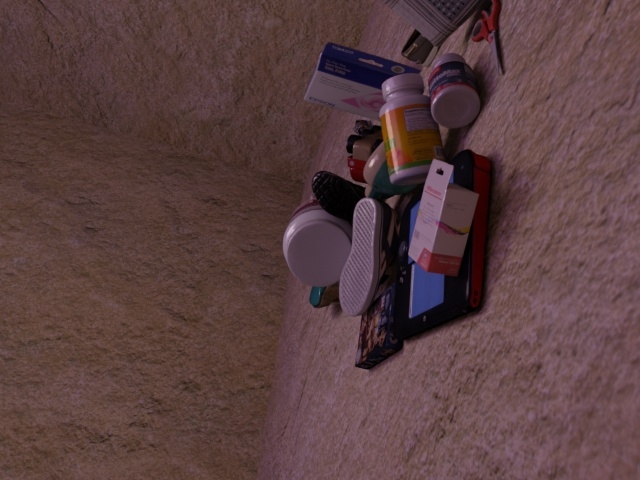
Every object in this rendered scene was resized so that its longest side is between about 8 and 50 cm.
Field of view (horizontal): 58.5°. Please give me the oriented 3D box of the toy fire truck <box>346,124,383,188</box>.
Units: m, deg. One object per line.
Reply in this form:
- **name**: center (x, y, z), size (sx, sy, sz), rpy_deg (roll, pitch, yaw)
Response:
- **toy fire truck**: center (0.156, -0.213, 1.750), size (0.217, 0.158, 0.246), rpy_deg (-34, -49, -50)

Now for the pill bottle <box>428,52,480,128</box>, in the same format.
- **pill bottle**: center (0.303, -0.351, 1.313), size (0.180, 0.108, 0.108), rpy_deg (-84, 13, -44)

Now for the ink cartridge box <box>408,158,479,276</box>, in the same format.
- **ink cartridge box**: center (0.232, -0.046, 1.070), size (0.115, 0.067, 0.198), rpy_deg (-120, 40, -72)

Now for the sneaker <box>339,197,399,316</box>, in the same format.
- **sneaker**: center (0.146, 0.051, 1.553), size (0.126, 0.127, 0.321), rpy_deg (15, 94, 47)

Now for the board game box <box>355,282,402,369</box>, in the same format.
- **board game box**: center (0.155, 0.228, 1.482), size (0.243, 0.042, 0.165), rpy_deg (122, 161, -61)

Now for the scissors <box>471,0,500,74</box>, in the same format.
- **scissors**: center (0.385, -0.465, 1.274), size (0.297, 0.021, 0.109), rpy_deg (-85, 16, -55)

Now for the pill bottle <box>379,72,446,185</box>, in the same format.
- **pill bottle**: center (0.216, -0.266, 1.375), size (0.136, 0.136, 0.245), rpy_deg (144, 118, -76)

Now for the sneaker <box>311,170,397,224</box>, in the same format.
- **sneaker**: center (0.093, -0.118, 1.664), size (0.107, 0.283, 0.124), rpy_deg (-50, 19, 23)

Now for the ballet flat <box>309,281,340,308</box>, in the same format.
- **ballet flat**: center (0.041, 0.175, 2.038), size (0.348, 0.123, 0.123), rpy_deg (119, 164, -67)

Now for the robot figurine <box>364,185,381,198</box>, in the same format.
- **robot figurine**: center (0.167, -0.135, 1.913), size (0.101, 0.067, 0.115), rpy_deg (168, 117, -77)

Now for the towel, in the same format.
- **towel**: center (0.252, -0.654, 1.341), size (0.056, 0.324, 0.312), rpy_deg (-54, 9, -31)

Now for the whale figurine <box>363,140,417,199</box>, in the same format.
- **whale figurine**: center (0.216, -0.181, 1.567), size (0.216, 0.141, 0.272), rpy_deg (-48, -17, -9)

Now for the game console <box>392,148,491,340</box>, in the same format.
- **game console**: center (0.245, 0.021, 1.228), size (0.386, 0.060, 0.342), rpy_deg (126, 158, -67)

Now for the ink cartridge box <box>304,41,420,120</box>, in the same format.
- **ink cartridge box**: center (0.131, -0.527, 1.955), size (0.330, 0.324, 0.071), rpy_deg (141, 142, -76)

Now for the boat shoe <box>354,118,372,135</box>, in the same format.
- **boat shoe**: center (0.175, -0.463, 2.391), size (0.183, 0.066, 0.066), rpy_deg (-96, 22, -66)

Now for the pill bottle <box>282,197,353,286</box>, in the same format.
- **pill bottle**: center (0.000, 0.000, 1.775), size (0.392, 0.224, 0.224), rpy_deg (-87, 14, -78)

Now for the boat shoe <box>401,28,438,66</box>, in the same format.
- **boat shoe**: center (0.331, -0.646, 1.667), size (0.305, 0.091, 0.109), rpy_deg (117, 165, -52)

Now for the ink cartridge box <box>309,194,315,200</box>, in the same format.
- **ink cartridge box**: center (0.051, -0.053, 2.014), size (0.092, 0.219, 0.160), rpy_deg (-99, 26, -77)
